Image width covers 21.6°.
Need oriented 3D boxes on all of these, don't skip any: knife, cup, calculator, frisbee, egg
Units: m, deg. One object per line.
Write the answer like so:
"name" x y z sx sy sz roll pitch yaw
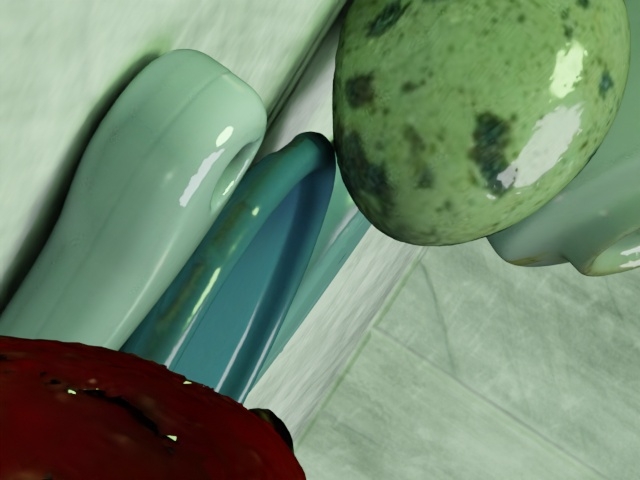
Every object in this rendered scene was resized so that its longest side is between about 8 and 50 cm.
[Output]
"knife" -0.126 0.078 0.566 0.331 0.044 0.080 -54 175 8
"cup" 0.235 -0.081 1.212 0.347 0.163 0.347 -21 165 -6
"calculator" 0.000 0.000 1.138 0.302 0.042 0.188 -57 174 32
"frisbee" -0.077 0.070 0.826 0.289 0.049 0.289 -61 172 -14
"egg" 0.074 -0.078 0.824 0.181 0.141 0.141 -61 176 -18

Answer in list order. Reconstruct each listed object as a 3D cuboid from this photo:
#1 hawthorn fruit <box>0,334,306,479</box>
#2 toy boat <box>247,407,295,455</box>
"hawthorn fruit" -0.077 0.094 0.386 0.181 0.181 0.235 -55 174 -19
"toy boat" -0.090 0.232 1.267 0.262 0.114 0.115 -57 163 -34
